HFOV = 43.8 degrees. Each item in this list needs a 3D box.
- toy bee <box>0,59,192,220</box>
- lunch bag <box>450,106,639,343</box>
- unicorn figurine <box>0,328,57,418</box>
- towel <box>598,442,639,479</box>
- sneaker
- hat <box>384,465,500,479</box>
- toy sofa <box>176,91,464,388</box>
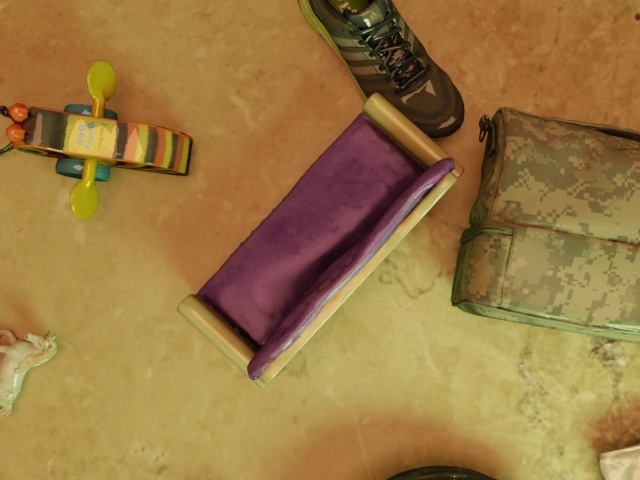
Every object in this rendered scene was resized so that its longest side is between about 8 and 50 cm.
[{"bbox_3d":[-0.324,-0.121,1.020,0.299,0.162,0.195,-14,86,3],"label":"toy bee"},{"bbox_3d":[0.323,-0.016,0.940,0.305,0.212,0.255,10,87,4],"label":"lunch bag"},{"bbox_3d":[-0.414,0.163,1.060,0.111,0.060,0.161,21,103,5],"label":"unicorn figurine"},{"bbox_3d":[0.527,0.371,0.917,0.317,0.053,0.331,-18,71,15],"label":"towel"},{"bbox_3d":[0.073,-0.251,1.022,0.111,0.121,0.300,-42,84,0],"label":"sneaker"},{"bbox_3d":[0.150,0.447,0.955,0.332,0.134,0.331,1,68,-2],"label":"hat"},{"bbox_3d":[0.000,0.000,0.980,0.150,0.177,0.362,43,90,6],"label":"toy sofa"}]
